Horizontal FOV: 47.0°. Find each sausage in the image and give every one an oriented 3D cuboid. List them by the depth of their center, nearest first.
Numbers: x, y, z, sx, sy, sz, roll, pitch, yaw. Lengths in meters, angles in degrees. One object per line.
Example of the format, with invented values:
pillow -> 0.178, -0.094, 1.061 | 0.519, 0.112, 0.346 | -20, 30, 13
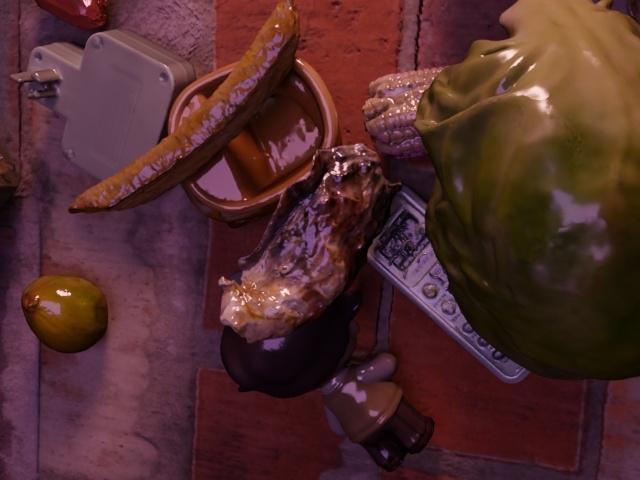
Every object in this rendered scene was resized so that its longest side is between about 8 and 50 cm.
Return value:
sausage -> -0.408, -0.393, 1.203 | 0.141, 0.076, 0.076 | 26, 105, 9

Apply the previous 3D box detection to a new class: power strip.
power strip -> -0.353, -0.219, 1.166 | 0.261, 0.141, 0.230 | 30, 117, 12

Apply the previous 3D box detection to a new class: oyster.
oyster -> 0.007, 0.003, 0.972 | 0.100, 0.275, 0.271 | 22, 106, 50

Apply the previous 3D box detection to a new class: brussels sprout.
brussels sprout -> 0.300, -0.028, 0.832 | 0.342, 0.361, 0.425 | -26, 131, 1

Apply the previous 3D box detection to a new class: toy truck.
toy truck -> -0.095, -0.143, 1.078 | 0.288, 0.211, 0.204 | -23, 90, 15

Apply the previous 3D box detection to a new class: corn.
corn -> 0.223, -0.189, 1.026 | 0.335, 0.126, 0.127 | -6, 97, 14

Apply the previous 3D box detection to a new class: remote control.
remote control -> 0.201, 0.060, 1.097 | 0.335, 0.065, 0.128 | 42, 109, 6

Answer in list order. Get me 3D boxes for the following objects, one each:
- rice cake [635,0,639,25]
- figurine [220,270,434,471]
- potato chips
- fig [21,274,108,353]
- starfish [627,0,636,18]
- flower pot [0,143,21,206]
rice cake -> 0.451, -0.248, 0.953 | 0.070, 0.064, 0.399 | -5, 104, 9
figurine -> 0.016, 0.181, 1.139 | 0.365, 0.206, 0.218 | 36, 132, -17
potato chips -> -0.160, -0.146, 0.954 | 0.407, 0.057, 0.080 | -41, 81, 10
fig -> -0.440, 0.124, 1.272 | 0.153, 0.121, 0.136 | 30, 101, -14
starfish -> 0.442, -0.407, 0.970 | 0.216, 0.050, 0.224 | 8, 106, 7
flower pot -> -0.667, -0.079, 1.250 | 0.259, 0.290, 0.290 | -41, 86, 5
